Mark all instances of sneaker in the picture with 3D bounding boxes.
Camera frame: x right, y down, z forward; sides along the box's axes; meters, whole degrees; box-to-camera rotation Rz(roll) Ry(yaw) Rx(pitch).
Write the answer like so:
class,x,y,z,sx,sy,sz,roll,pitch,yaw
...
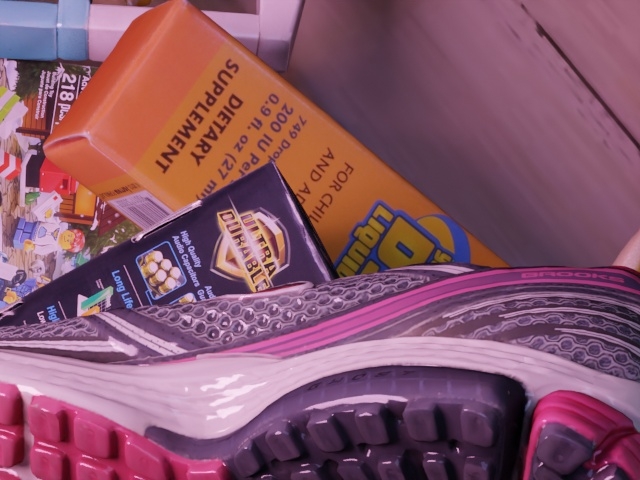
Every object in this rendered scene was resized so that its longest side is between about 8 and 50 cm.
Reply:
class,x,y,z,sx,sy,sz,roll,pitch,yaw
sneaker,-0.022,0.069,0.655,0.299,0.121,0.112,-1,30,26

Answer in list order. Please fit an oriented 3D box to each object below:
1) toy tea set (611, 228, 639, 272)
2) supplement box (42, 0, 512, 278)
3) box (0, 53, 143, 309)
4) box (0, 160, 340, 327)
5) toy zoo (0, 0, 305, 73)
class,x,y,z,sx,sy,sz,roll,pitch,yaw
toy tea set,0.117,0.164,0.787,0.124,0.200,0.336,25,74,17
supplement box,0.000,0.000,0.851,0.233,0.080,0.078,38,74,-17
box,-0.125,0.036,0.883,0.159,0.044,0.233,7,75,-3
box,-0.045,0.103,0.727,0.175,0.051,0.220,-29,62,3
toy zoo,-0.113,-0.169,0.923,0.293,0.030,0.192,2,60,-5
